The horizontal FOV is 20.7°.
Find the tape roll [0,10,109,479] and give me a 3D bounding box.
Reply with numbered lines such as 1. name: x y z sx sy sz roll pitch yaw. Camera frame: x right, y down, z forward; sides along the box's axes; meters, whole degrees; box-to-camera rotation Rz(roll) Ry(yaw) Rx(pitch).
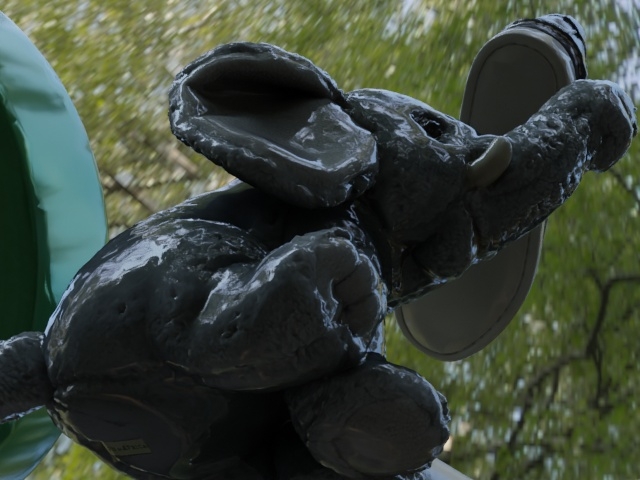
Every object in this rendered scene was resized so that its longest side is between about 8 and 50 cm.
1. tape roll: -0.267 0.008 0.923 0.321 0.077 0.321 1 -88 22

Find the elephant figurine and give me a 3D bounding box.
1. elephant figurine: 0.000 0.000 0.721 0.186 0.239 0.169 39 -45 -19

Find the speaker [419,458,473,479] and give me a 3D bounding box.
1. speaker: 0.065 0.168 1.161 0.055 0.136 0.055 -9 -112 23

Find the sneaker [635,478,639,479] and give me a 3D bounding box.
1. sneaker: 0.242 0.213 1.021 0.256 0.151 0.094 -19 -38 13

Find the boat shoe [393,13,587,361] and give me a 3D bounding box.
1. boat shoe: 0.094 -0.026 0.920 0.075 0.065 0.206 26 -55 15
